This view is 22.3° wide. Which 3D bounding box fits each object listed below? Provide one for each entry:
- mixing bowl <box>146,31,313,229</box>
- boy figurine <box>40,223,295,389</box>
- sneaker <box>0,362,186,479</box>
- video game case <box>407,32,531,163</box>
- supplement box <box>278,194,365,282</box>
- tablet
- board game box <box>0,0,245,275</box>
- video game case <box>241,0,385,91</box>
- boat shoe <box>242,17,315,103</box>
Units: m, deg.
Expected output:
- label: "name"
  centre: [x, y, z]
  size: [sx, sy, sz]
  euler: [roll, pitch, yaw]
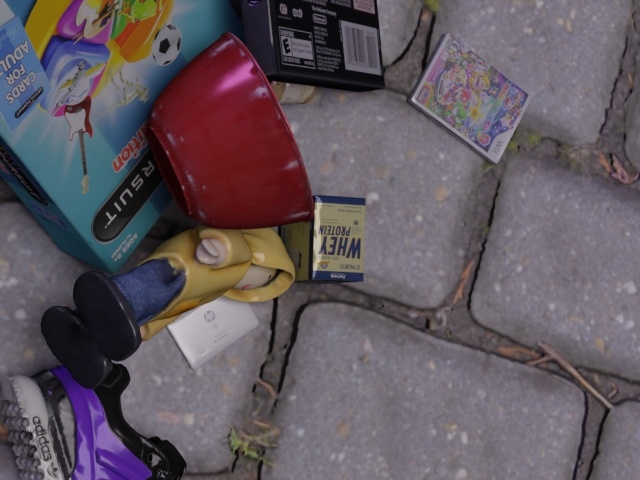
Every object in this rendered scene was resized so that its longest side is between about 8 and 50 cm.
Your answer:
- label: "mixing bowl"
  centre: [-0.089, -0.078, 1.411]
  size: [0.098, 0.181, 0.181]
  euler: [-26, 99, -11]
- label: "boy figurine"
  centre: [-0.129, 0.046, 1.486]
  size: [0.092, 0.177, 0.285]
  euler: [54, 33, 10]
- label: "sneaker"
  centre: [-0.183, 0.246, 1.480]
  size: [0.146, 0.102, 0.293]
  euler: [-16, 95, -26]
- label: "video game case"
  centre: [0.158, -0.149, 1.713]
  size: [0.122, 0.011, 0.087]
  euler: [34, 74, -21]
- label: "supplement box"
  centre: [0.000, 0.000, 1.589]
  size: [0.056, 0.083, 0.083]
  euler: [3, 87, -26]
- label: "tablet"
  centre: [-0.104, 0.081, 1.578]
  size: [0.083, 0.006, 0.054]
  euler: [-35, 102, -23]
- label: "board game box"
  centre: [-0.199, -0.166, 1.407]
  size: [0.254, 0.079, 0.336]
  euler: [-54, 144, -18]
- label: "video game case"
  centre: [-0.011, -0.270, 1.530]
  size: [0.275, 0.035, 0.248]
  euler: [-6, 91, -67]
- label: "boat shoe"
  centre: [-0.046, -0.216, 1.588]
  size: [0.059, 0.063, 0.170]
  euler: [-10, 93, -32]
